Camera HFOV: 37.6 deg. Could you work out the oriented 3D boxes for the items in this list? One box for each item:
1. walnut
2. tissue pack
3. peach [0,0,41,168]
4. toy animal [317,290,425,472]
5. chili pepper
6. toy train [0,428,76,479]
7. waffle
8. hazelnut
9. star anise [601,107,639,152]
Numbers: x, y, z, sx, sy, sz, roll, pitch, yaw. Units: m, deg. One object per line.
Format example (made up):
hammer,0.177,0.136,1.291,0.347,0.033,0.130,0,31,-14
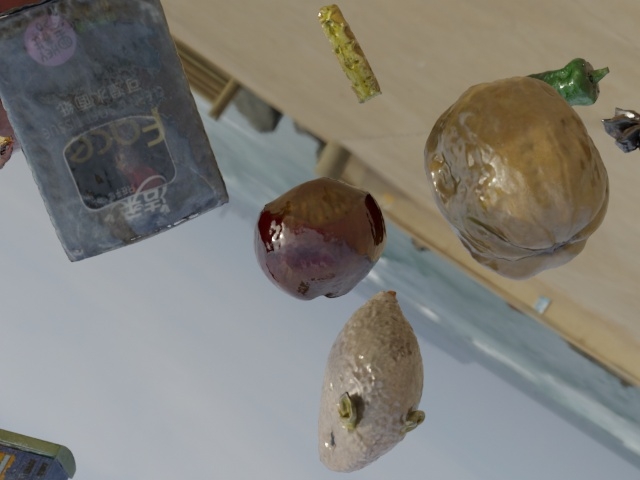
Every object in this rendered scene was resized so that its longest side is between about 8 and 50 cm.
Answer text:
walnut,0.326,-0.117,1.601,0.306,0.306,0.344,34,-147,-52
tissue pack,-0.306,-0.177,1.341,0.122,0.259,0.361,-139,30,-70
peach,-0.535,-0.306,1.528,0.339,0.416,0.353,58,-162,-8
toy animal,0.102,0.266,1.770,0.188,0.359,0.226,13,169,-18
chili pepper,0.486,-0.315,2.012,0.270,0.136,0.099,-15,124,27
toy train,-0.601,0.437,1.687,0.299,0.202,0.131,11,143,13
waffle,0.057,-0.384,1.920,0.211,0.055,0.160,62,-172,-3
hazelnut,-0.002,-0.008,1.402,0.160,0.201,0.170,63,-170,-58
star anise,0.779,-0.246,2.221,0.231,0.209,0.089,-115,19,-46
